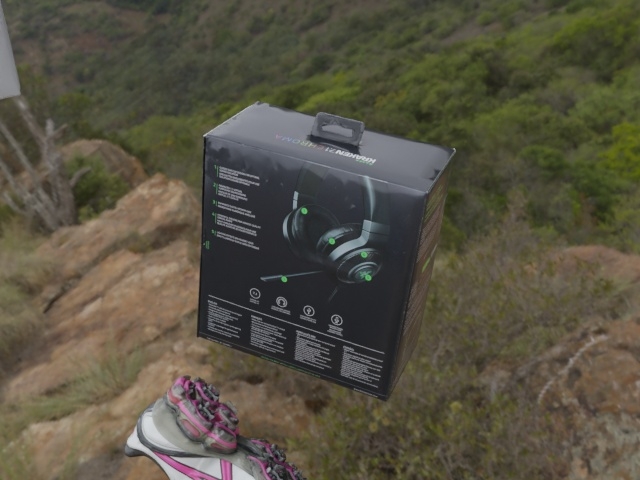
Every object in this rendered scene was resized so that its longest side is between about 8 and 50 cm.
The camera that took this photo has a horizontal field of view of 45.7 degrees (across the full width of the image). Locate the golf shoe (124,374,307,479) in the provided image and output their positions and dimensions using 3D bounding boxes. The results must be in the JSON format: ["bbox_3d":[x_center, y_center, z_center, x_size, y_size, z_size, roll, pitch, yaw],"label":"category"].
[{"bbox_3d":[-0.072,0.196,0.616,0.086,0.186,0.067,-44,6,9],"label":"golf shoe"}]

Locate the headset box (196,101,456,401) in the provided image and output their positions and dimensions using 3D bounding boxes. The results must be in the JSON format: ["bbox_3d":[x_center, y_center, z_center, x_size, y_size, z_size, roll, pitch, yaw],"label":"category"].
[{"bbox_3d":[0.000,0.000,0.853,0.246,0.283,0.131,15,30,16],"label":"headset box"}]

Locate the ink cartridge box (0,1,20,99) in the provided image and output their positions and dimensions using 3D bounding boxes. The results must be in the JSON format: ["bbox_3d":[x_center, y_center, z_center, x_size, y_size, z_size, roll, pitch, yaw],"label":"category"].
[{"bbox_3d":[-0.501,-0.259,0.770,0.309,0.272,0.130,-19,42,-27],"label":"ink cartridge box"}]
